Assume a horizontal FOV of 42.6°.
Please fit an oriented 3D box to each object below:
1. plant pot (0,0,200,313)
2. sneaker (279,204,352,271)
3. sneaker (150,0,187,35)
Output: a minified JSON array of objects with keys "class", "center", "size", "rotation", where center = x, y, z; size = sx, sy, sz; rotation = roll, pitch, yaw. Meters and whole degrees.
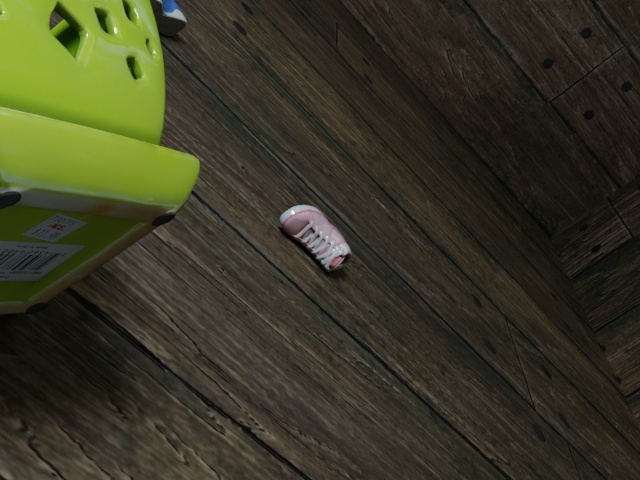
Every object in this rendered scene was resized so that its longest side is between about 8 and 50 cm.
[{"class":"plant pot","center":[-0.230,-0.073,0.534],"size":[0.228,0.227,0.207],"rotation":[7,55,-64]},{"class":"sneaker","center":[0.000,0.000,1.137],"size":[0.134,0.051,0.070],"rotation":[31,23,-53]},{"class":"sneaker","center":[-0.253,-0.354,1.182],"size":[0.085,0.058,0.152],"rotation":[61,17,9]}]
